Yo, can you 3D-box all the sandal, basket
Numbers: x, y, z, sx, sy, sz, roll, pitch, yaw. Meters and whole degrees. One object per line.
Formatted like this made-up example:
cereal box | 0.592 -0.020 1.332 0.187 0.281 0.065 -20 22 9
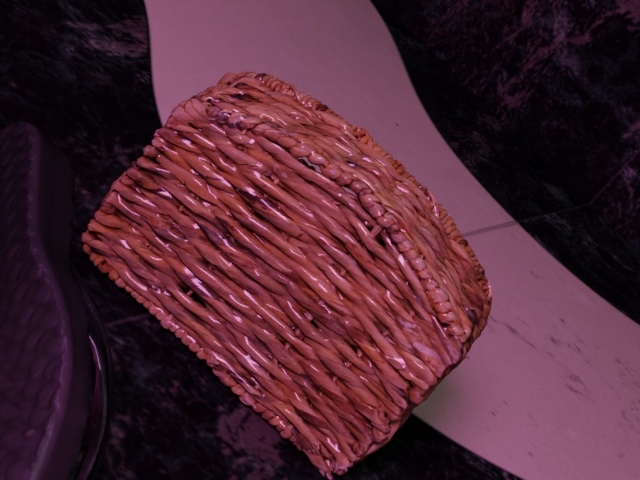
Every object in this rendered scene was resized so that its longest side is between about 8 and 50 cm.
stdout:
sandal | -0.180 0.076 0.767 0.107 0.168 0.445 47 17 -30
basket | 0.000 0.000 1.082 0.299 0.213 0.223 42 24 5
